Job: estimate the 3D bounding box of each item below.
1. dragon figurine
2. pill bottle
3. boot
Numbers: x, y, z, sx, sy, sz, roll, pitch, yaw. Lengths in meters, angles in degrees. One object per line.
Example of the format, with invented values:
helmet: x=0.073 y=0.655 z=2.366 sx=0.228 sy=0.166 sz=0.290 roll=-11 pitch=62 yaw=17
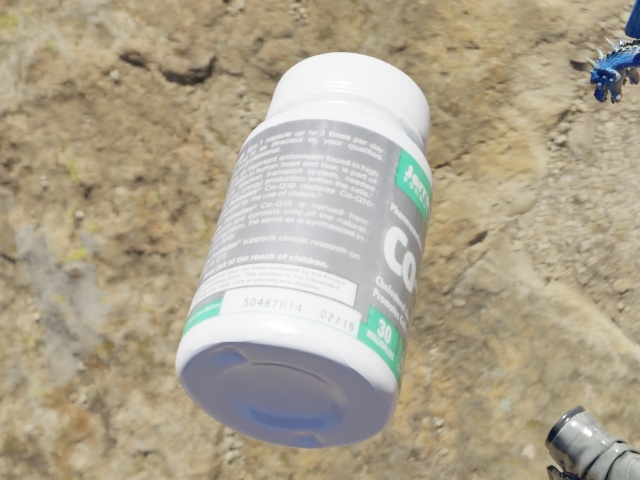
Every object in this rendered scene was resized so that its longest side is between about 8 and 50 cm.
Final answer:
dragon figurine: x=0.344 y=-0.234 z=1.106 sx=0.144 sy=0.085 sz=0.289 roll=16 pitch=143 yaw=14
pill bottle: x=0.000 y=0.000 z=1.111 sx=0.204 sy=0.204 sz=0.361 roll=-9 pitch=48 yaw=27
boot: x=0.264 y=0.245 z=0.929 sx=0.161 sy=0.083 sz=0.246 roll=31 pitch=146 yaw=46
